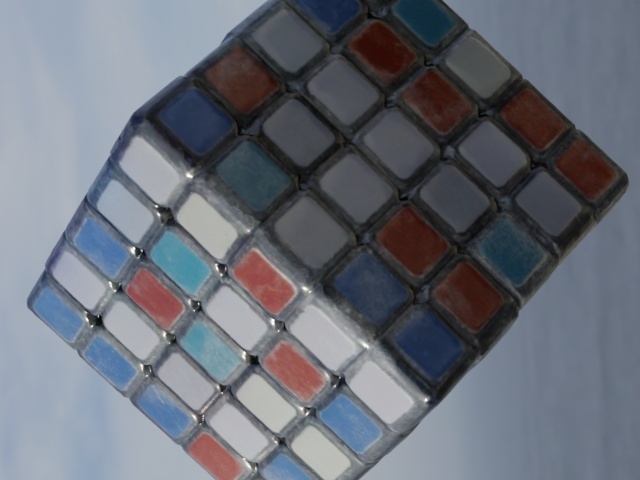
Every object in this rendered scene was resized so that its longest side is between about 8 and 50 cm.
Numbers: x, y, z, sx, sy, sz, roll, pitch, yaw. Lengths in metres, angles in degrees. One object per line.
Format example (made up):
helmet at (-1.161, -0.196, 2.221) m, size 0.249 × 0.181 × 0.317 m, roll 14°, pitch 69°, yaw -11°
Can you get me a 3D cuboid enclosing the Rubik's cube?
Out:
Rubik's cube at (0.000, 0.000, 1.439) m, size 0.292 × 0.293 × 0.287 m, roll -43°, pitch -4°, yaw -37°
